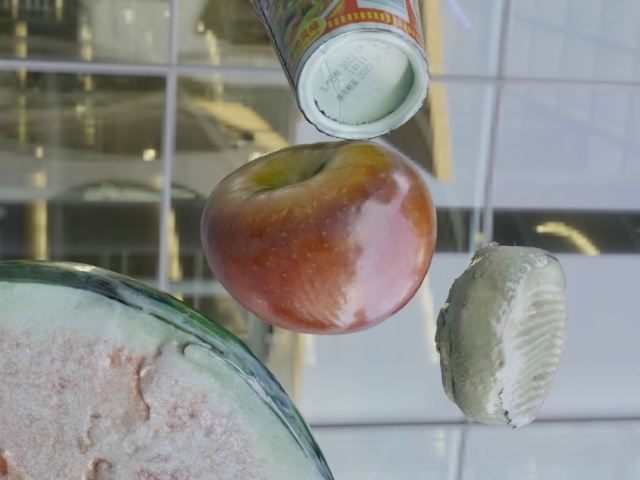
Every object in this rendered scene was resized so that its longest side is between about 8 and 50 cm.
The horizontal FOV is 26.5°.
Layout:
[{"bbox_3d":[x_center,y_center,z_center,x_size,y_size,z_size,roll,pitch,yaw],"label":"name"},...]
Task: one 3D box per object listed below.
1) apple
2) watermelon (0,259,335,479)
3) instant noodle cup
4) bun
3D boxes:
[{"bbox_3d":[0.000,0.000,1.347,0.235,0.210,0.173,11,-50,46],"label":"apple"},{"bbox_3d":[-0.138,0.104,0.735,0.180,0.305,0.224,-63,180,-33],"label":"watermelon"},{"bbox_3d":[0.027,-0.211,1.353,0.212,0.193,0.193,-102,-161,-47],"label":"instant noodle cup"},{"bbox_3d":[0.221,0.111,1.707,0.239,0.141,0.239,-33,128,-57],"label":"bun"}]
